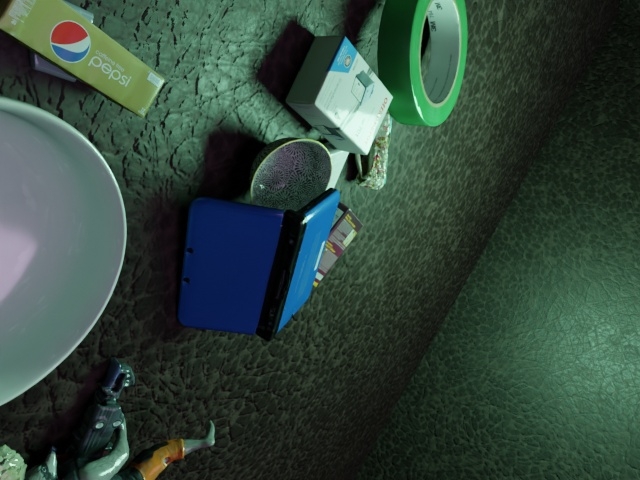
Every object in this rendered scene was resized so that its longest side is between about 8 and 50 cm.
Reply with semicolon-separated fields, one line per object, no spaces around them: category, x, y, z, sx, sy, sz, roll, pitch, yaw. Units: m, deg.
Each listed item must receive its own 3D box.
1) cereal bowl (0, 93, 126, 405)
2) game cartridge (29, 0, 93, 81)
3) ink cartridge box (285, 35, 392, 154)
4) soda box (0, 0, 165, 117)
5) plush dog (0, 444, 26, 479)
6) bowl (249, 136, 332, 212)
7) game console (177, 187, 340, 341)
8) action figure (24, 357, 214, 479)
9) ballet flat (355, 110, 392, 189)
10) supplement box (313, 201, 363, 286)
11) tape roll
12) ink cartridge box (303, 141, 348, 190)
cereal bowl;-0.377;0.009;0.473;0.339;0.141;0.339;-44;147;-38
game cartridge;-0.297;-0.229;0.539;0.056;0.017;0.083;5;110;-54
ink cartridge box;0.041;-0.271;0.905;0.190;0.082;0.140;30;81;-48
soda box;-0.266;-0.210;0.523;0.058;0.061;0.181;-60;150;-1
plush dog;-0.513;0.406;0.577;0.225;0.210;0.262;8;113;-20
bowl;-0.070;-0.128;0.880;0.170;0.080;0.170;-22;137;-22
game console;-0.115;0.031;0.905;0.250;0.173;0.293;-43;155;-54
action figure;-0.333;0.390;0.809;0.330;0.178;0.341;12;101;-38
ballet flat;0.121;-0.223;1.113;0.077;0.091;0.241;-10;125;-14
supplement box;0.000;0.000;1.086;0.188;0.081;0.104;-52;150;-1
tape roll;0.234;-0.418;1.048;0.321;0.077;0.321;-26;122;-51
ink cartridge box;-0.019;-0.127;1.034;0.145;0.045;0.179;-28;154;-44
